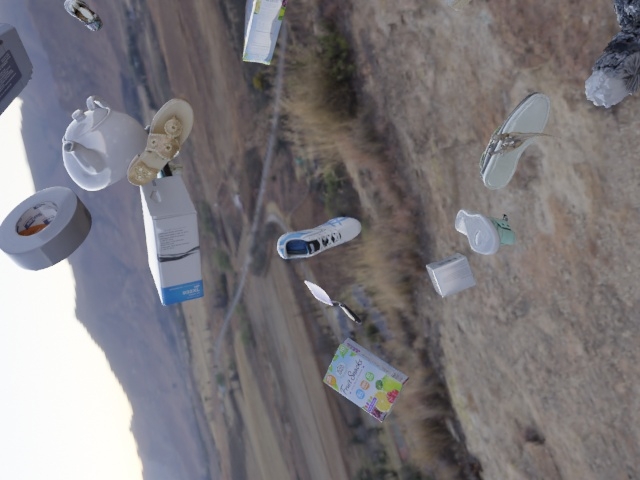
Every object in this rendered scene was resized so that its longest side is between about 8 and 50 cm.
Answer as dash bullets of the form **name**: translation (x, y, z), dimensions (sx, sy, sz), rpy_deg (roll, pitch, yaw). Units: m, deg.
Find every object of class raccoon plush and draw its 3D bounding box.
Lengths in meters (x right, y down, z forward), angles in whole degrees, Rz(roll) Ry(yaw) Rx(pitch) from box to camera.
- **raccoon plush**: translation (0.574, -0.503, 1.387), dimensions (0.216, 0.446, 0.299), rpy_deg (45, 180, -36)

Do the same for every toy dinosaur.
- **toy dinosaur**: translation (0.408, -0.212, 1.492), dimensions (0.183, 0.093, 0.053), rpy_deg (-6, 103, 70)

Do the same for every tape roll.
- **tape roll**: translation (-0.676, -0.030, 1.752), dimensions (0.219, 0.219, 0.072), rpy_deg (61, 178, 46)

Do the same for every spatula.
- **spatula**: translation (0.051, 0.199, 2.205), dimensions (0.084, 0.030, 0.296), rpy_deg (22, 170, 41)

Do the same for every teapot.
- **teapot**: translation (-0.595, -0.272, 1.916), dimensions (0.256, 0.252, 0.187), rpy_deg (9, 140, 49)

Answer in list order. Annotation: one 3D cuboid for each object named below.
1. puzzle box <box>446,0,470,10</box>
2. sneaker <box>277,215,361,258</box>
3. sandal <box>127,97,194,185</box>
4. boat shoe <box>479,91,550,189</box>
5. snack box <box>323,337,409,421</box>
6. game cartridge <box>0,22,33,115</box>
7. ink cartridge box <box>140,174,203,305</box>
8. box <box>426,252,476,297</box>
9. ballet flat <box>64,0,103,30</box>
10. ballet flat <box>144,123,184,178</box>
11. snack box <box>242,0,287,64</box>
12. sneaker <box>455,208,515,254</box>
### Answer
- **puzzle box**: translation (0.387, -0.729, 1.531), dimensions (0.409, 0.052, 0.272), rpy_deg (-34, 70, 29)
- **sneaker**: translation (0.000, 0.000, 1.935), dimensions (0.086, 0.237, 0.085), rpy_deg (-109, 2, -57)
- **sandal**: translation (-0.340, -0.191, 1.541), dimensions (0.240, 0.088, 0.079), rpy_deg (-48, 43, 28)
- **boat shoe**: translation (0.539, -0.291, 2.012), dimensions (0.091, 0.109, 0.305), rpy_deg (-101, 29, -54)
- **snack box**: translation (0.086, 0.267, 1.367), dimensions (0.141, 0.037, 0.100), rpy_deg (32, 118, 18)
- **game cartridge**: translation (-0.822, -0.381, 1.733), dimensions (0.196, 0.060, 0.294), rpy_deg (100, -165, -60)
- **ink cartridge box**: translation (-0.436, -0.003, 2.091), dimensions (0.223, 0.129, 0.307), rpy_deg (-123, 28, -49)
- **box**: translation (0.361, 0.095, 1.980), dimensions (0.102, 0.101, 0.087), rpy_deg (-117, 5, -84)
- **ballet flat**: translation (-0.522, -0.503, 1.560), dimensions (0.114, 0.041, 0.041), rpy_deg (39, 152, 15)
- **ballet flat**: translation (-0.505, -0.253, 2.354), dimensions (0.095, 0.096, 0.280), rpy_deg (-127, 24, -52)
- **snack box**: translation (-0.121, -0.521, 1.562), dimensions (0.207, 0.070, 0.174), rpy_deg (114, 158, -57)
- **sneaker**: translation (0.468, -0.020, 1.898), dimensions (0.256, 0.151, 0.094), rpy_deg (-108, 32, -71)
